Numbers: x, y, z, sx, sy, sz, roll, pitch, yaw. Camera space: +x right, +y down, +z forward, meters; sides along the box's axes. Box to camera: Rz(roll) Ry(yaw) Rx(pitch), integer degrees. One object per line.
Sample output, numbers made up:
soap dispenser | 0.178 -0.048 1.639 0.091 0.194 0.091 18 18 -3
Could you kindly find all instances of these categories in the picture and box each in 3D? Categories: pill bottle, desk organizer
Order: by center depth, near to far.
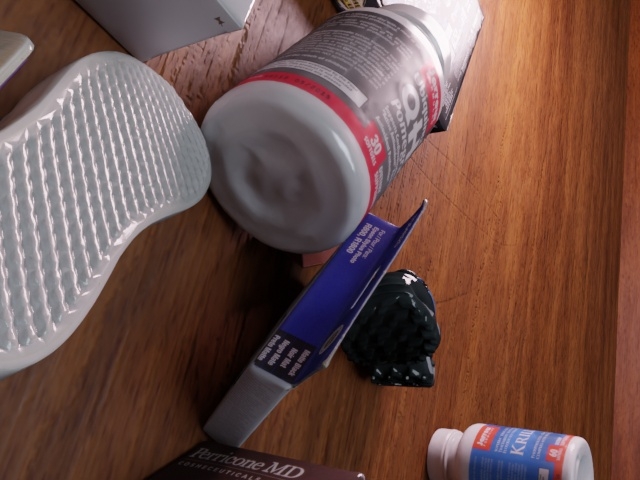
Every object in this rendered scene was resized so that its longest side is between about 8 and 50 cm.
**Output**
pill bottle | 0.029 -0.143 0.674 0.318 0.176 0.176 -51 126 -43
desk organizer | 0.000 0.000 0.734 0.130 0.047 0.050 -8 96 -53
pill bottle | 0.277 0.341 0.930 0.124 0.221 0.124 7 82 -54

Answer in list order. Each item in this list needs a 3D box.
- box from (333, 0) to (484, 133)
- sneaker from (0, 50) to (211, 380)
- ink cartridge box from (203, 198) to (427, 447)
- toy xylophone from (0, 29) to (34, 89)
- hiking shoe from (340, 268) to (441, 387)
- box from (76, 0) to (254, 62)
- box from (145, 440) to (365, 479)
box | 0.142 -0.362 0.935 0.293 0.073 0.295 50 50 -38
sneaker | -0.195 -0.027 0.424 0.135 0.150 0.366 62 20 -17
ink cartridge box | -0.008 0.072 0.591 0.045 0.224 0.223 38 47 1
toy xylophone | -0.299 -0.160 0.287 0.323 0.081 0.236 54 48 -50
hiking shoe | 0.086 0.088 0.759 0.304 0.113 0.132 73 18 -64
box | -0.113 -0.257 0.533 0.091 0.130 0.170 44 53 -43
box | -0.134 0.289 0.408 0.381 0.191 0.143 -18 102 -53
